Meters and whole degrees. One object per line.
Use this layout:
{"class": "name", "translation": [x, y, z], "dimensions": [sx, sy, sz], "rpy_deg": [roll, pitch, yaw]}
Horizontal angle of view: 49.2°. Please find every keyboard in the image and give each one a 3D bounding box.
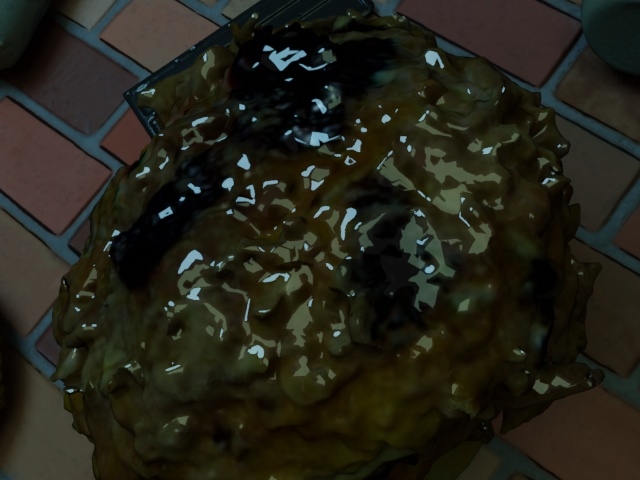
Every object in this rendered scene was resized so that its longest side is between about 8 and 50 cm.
{"class": "keyboard", "translation": [-0.034, -0.234, 0.743], "dimensions": [0.381, 0.041, 0.103], "rpy_deg": [-36, 71, 4]}

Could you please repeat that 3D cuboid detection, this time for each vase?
{"class": "vase", "translation": [0.337, -0.271, 0.645], "dimensions": [0.128, 0.128, 0.248], "rpy_deg": [27, 70, 17]}

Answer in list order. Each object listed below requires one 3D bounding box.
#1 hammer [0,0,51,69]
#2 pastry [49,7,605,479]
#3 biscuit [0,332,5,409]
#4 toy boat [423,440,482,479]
{"class": "hammer", "translation": [-0.444, -0.310, 0.805], "dimensions": [0.306, 0.113, 0.201], "rpy_deg": [14, 73, 19]}
{"class": "pastry", "translation": [0.010, 0.005, 0.483], "dimensions": [0.337, 0.292, 0.405], "rpy_deg": [-9, 42, 28]}
{"class": "biscuit", "translation": [-0.460, 0.126, 0.676], "dimensions": [0.334, 0.081, 0.289], "rpy_deg": [30, 79, 13]}
{"class": "toy boat", "translation": [0.047, 0.176, 0.575], "dimensions": [0.229, 0.089, 0.088], "rpy_deg": [-37, 33, -4]}
